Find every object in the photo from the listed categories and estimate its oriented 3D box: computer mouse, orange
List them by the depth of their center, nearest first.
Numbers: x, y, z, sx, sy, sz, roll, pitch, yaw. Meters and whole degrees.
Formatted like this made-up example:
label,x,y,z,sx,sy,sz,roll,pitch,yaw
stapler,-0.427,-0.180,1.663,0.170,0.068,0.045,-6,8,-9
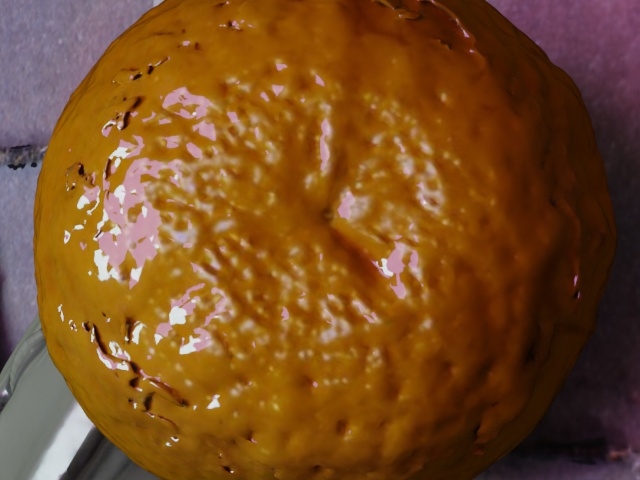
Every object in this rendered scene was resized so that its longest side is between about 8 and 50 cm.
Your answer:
label,x,y,z,sx,sy,sz,roll,pitch,yaw
orange,0.000,0.000,1.054,0.293,0.341,0.340,112,169,-87
computer mouse,-0.198,0.204,1.263,0.228,0.145,0.429,-128,48,-65

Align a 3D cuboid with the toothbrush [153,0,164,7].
label,x,y,z,sx,sy,sz,roll,pitch,yaw
toothbrush,-0.143,-0.274,1.485,0.030,0.030,0.304,-26,62,40
